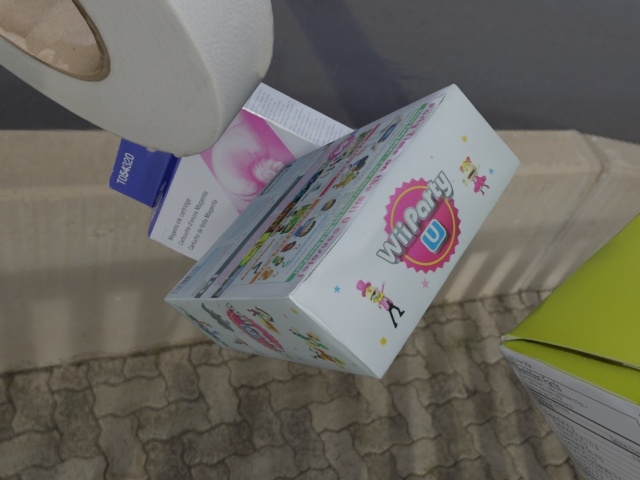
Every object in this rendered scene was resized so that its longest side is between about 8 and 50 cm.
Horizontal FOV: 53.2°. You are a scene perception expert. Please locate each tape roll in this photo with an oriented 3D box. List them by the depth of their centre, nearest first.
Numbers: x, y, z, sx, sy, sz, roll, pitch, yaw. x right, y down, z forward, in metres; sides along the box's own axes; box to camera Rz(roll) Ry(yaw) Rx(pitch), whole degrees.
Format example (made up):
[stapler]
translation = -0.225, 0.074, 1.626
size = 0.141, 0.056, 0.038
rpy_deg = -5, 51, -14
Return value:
[tape roll]
translation = -0.210, -0.207, 0.435
size = 0.392, 0.392, 0.072
rpy_deg = 30, 72, 10

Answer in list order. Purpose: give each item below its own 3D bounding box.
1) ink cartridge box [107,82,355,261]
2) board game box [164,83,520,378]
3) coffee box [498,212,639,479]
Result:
[ink cartridge box]
translation = -0.122, -0.075, 0.872
size = 0.330, 0.324, 0.071
rpy_deg = 25, 49, -11
[board game box]
translation = 0.000, 0.000, 0.595
size = 0.097, 0.303, 0.224
rpy_deg = 45, 67, -17
[coffee box]
translation = 0.416, 0.125, 0.467
size = 0.337, 0.338, 0.334
rpy_deg = -39, 106, -11
